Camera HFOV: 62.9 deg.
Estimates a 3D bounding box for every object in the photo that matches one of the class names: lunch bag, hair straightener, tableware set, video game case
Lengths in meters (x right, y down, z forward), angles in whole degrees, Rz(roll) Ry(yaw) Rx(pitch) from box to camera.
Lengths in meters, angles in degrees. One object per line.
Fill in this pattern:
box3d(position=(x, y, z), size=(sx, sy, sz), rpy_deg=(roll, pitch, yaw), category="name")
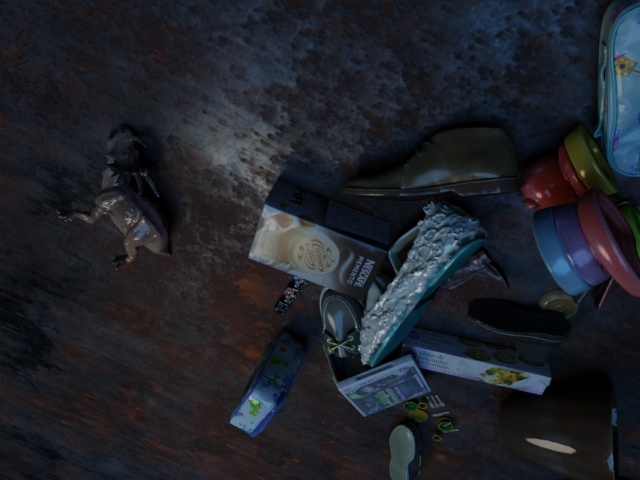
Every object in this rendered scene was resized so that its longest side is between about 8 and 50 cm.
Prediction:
box3d(position=(0.515, -0.225, 0.749), size=(0.224, 0.108, 0.279), rpy_deg=(-8, 122, 18), category="lunch bag")
box3d(position=(0.515, 0.026, 0.961), size=(0.089, 0.047, 0.230), rpy_deg=(12, 126, 4), category="hair straightener")
box3d(position=(0.279, 0.454, 1.326), size=(0.104, 0.024, 0.154), rpy_deg=(-20, 118, 24), category="tableware set")
box3d(position=(0.147, 0.328, 1.167), size=(0.173, 0.022, 0.190), rpy_deg=(-23, 140, 8), category="video game case")
box3d(position=(-0.120, 0.330, 1.211), size=(0.090, 0.219, 0.176), rpy_deg=(33, 124, -3), category="lunch bag")

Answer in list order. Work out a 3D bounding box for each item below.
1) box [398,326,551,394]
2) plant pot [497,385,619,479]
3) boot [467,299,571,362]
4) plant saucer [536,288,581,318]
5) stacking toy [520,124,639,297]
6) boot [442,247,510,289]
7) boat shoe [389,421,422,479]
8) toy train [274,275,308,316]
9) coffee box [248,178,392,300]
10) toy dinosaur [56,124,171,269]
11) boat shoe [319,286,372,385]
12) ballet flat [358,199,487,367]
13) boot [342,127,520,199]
box3d(position=(0.336, 0.264, 1.156), size=(0.324, 0.067, 0.063), rpy_deg=(12, 126, 5), category="box")
box3d(position=(0.522, 0.419, 1.155), size=(0.230, 0.215, 0.215), rpy_deg=(-2, 125, 31), category="plant pot")
box3d(position=(0.402, 0.202, 1.101), size=(0.197, 0.077, 0.137), rpy_deg=(14, 142, 16), category="boot")
box3d(position=(0.486, 0.135, 1.063), size=(0.083, 0.015, 0.083), rpy_deg=(6, 125, 8), category="plant saucer")
box3d(position=(0.418, 0.005, 0.812), size=(0.130, 0.309, 0.279), rpy_deg=(-30, 111, 37), category="stacking toy")
box3d(position=(0.306, 0.080, 1.052), size=(0.114, 0.037, 0.106), rpy_deg=(-35, 98, 27), category="boot")
box3d(position=(0.231, 0.559, 1.386), size=(0.081, 0.068, 0.228), rpy_deg=(32, 133, 41), category="boat shoe")
box3d(position=(-0.064, 0.114, 1.168), size=(0.036, 0.027, 0.158), rpy_deg=(36, 125, 1), category="toy train")
box3d(position=(0.000, 0.000, 1.027), size=(0.246, 0.098, 0.141), rpy_deg=(20, 126, -2), category="coffee box")
box3d(position=(-0.373, -0.061, 1.062), size=(0.200, 0.127, 0.296), rpy_deg=(-23, 122, 18), category="toy dinosaur")
box3d(position=(0.060, 0.234, 1.181), size=(0.109, 0.091, 0.305), rpy_deg=(-5, 123, 15), category="boat shoe")
box3d(position=(0.174, 0.084, 1.043), size=(0.147, 0.147, 0.409), rpy_deg=(26, 124, -6), category="ballet flat")
box3d(position=(0.185, -0.127, 0.919), size=(0.305, 0.112, 0.115), rpy_deg=(-4, 93, 20), category="boot")
